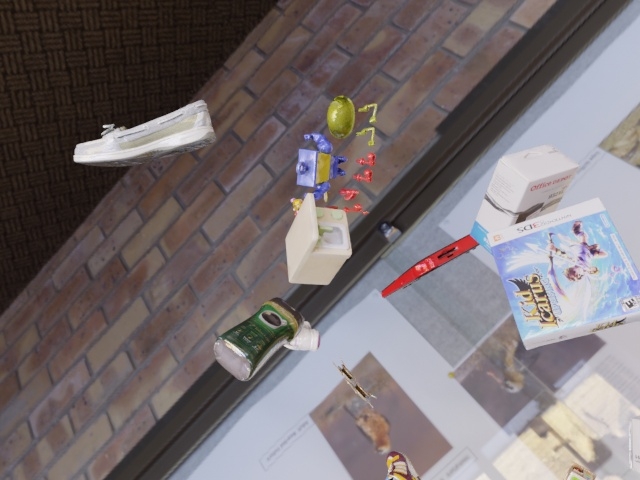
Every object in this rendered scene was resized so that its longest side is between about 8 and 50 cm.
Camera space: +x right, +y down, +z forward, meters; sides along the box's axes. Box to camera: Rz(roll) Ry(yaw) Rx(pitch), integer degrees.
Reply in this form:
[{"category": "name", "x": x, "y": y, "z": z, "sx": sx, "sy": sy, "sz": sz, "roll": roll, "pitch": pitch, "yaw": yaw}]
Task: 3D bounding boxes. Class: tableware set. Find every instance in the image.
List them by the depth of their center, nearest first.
[{"category": "tableware set", "x": 0.128, "y": 0.515, "z": 1.819, "sx": 0.039, "sy": 0.194, "sz": 0.128, "roll": -44, "pitch": 125, "yaw": -4}]

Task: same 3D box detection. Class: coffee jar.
[{"category": "coffee jar", "x": -0.116, "y": 0.188, "z": 0.981, "sx": 0.184, "sy": 0.096, "sz": 0.079, "roll": -33, "pitch": 152, "yaw": -49}]

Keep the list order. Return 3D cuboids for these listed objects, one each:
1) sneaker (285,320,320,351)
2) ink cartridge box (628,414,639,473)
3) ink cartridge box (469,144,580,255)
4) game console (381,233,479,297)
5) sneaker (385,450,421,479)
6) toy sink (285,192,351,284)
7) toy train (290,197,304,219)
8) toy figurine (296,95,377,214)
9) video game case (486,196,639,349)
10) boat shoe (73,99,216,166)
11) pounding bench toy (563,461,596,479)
[{"category": "sneaker", "x": -0.104, "y": 0.402, "z": 2.112, "sx": 0.152, "sy": 0.305, "sz": 0.114, "roll": 6, "pitch": 83, "yaw": -16}, {"category": "ink cartridge box", "x": 0.907, "y": 0.475, "z": 1.152, "sx": 0.306, "sy": 0.226, "sz": 0.131, "roll": 4, "pitch": 85, "yaw": -35}, {"category": "ink cartridge box", "x": 0.633, "y": -0.122, "z": 1.556, "sx": 0.223, "sy": 0.129, "sz": 0.307, "roll": -17, "pitch": 138, "yaw": -23}, {"category": "game console", "x": 0.451, "y": 0.097, "z": 1.938, "sx": 0.387, "sy": 0.060, "sz": 0.342, "roll": -23, "pitch": 164, "yaw": -28}, {"category": "sneaker", "x": 0.201, "y": 0.620, "z": 1.312, "sx": 0.084, "sy": 0.185, "sz": 0.069, "roll": 7, "pitch": 95, "yaw": -17}, {"category": "toy sink", "x": 0.000, "y": 0.000, "z": 1.355, "sx": 0.131, "sy": 0.152, "sz": 0.234, "roll": 5, "pitch": 145, "yaw": -19}, {"category": "toy train", "x": -0.054, "y": -0.088, "z": 1.713, "sx": 0.046, "sy": 0.166, "sz": 0.125, "roll": -25, "pitch": 111, "yaw": -14}, {"category": "toy figurine", "x": 0.023, "y": -0.240, "z": 1.455, "sx": 0.217, "sy": 0.191, "sz": 0.362, "roll": -12, "pitch": 114, "yaw": -46}, {"category": "video game case", "x": 0.507, "y": 0.066, "z": 1.034, "sx": 0.244, "sy": 0.269, "sz": 0.061, "roll": -21, "pitch": 142, "yaw": 20}, {"category": "boat shoe", "x": -0.407, "y": -0.240, "z": 1.143, "sx": 0.321, "sy": 0.103, "sz": 0.118, "roll": -14, "pitch": -177, "yaw": -1}, {"category": "pounding bench toy", "x": 0.562, "y": 0.545, "z": 1.089, "sx": 0.065, "sy": 0.052, "sz": 0.083, "roll": 2, "pitch": 111, "yaw": -61}]
